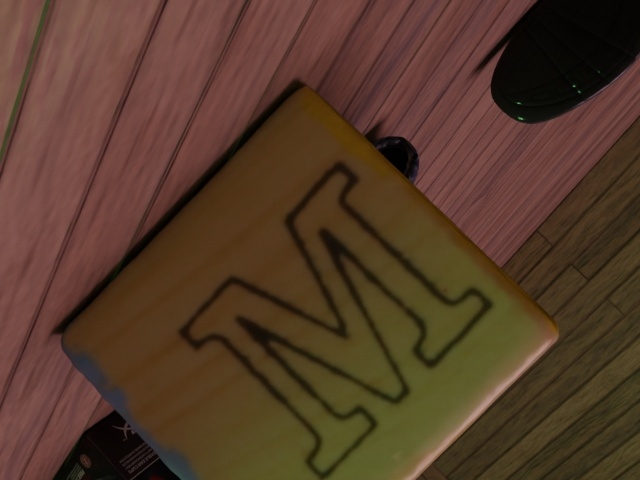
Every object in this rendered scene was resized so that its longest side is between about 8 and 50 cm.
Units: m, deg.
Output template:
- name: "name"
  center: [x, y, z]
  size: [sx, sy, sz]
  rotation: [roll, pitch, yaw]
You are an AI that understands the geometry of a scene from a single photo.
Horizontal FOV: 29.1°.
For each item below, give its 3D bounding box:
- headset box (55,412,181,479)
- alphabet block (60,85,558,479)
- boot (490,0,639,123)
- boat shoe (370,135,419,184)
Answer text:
- name: "headset box"
  center: [-0.094, 0.289, 0.997]
  size: [0.110, 0.293, 0.218]
  rotation: [-34, 166, -48]
- name: "alphabet block"
  center: [0.004, 0.054, 0.724]
  size: [0.197, 0.193, 0.192]
  rotation: [-46, 172, 6]
- name: "boot"
  center: [0.243, -0.183, 1.034]
  size: [0.236, 0.085, 0.178]
  rotation: [-46, 172, 7]
- name: "boat shoe"
  center: [0.000, 0.000, 0.880]
  size: [0.183, 0.065, 0.083]
  rotation: [-49, 170, -15]
